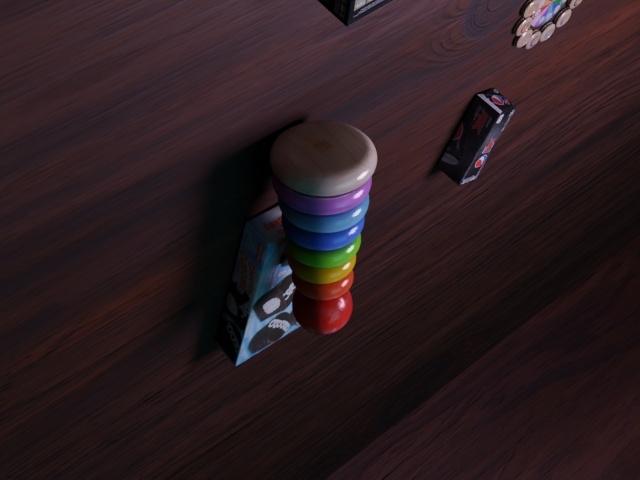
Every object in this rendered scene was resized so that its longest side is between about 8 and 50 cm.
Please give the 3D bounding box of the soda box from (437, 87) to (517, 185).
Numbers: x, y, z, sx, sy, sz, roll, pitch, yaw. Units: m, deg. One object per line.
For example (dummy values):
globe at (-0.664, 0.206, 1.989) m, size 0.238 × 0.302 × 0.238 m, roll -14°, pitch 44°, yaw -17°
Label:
soda box at (0.268, -0.177, 1.885) m, size 0.053 × 0.060 × 0.169 m, roll -25°, pitch 150°, yaw -44°

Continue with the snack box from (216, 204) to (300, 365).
snack box at (-0.055, 0.050, 1.719) m, size 0.187 × 0.060 × 0.322 m, roll -30°, pitch 154°, yaw -33°

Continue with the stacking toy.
stacking toy at (0.000, 0.000, 1.528) m, size 0.141 × 0.141 × 0.330 m, roll -31°, pitch 142°, yaw -31°

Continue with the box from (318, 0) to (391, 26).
box at (0.079, -0.347, 1.213) m, size 0.180 × 0.077 × 0.147 m, roll -34°, pitch 156°, yaw -24°

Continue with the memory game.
memory game at (0.380, -0.386, 1.773) m, size 0.186 × 0.012 × 0.186 m, roll -37°, pitch 158°, yaw -18°
